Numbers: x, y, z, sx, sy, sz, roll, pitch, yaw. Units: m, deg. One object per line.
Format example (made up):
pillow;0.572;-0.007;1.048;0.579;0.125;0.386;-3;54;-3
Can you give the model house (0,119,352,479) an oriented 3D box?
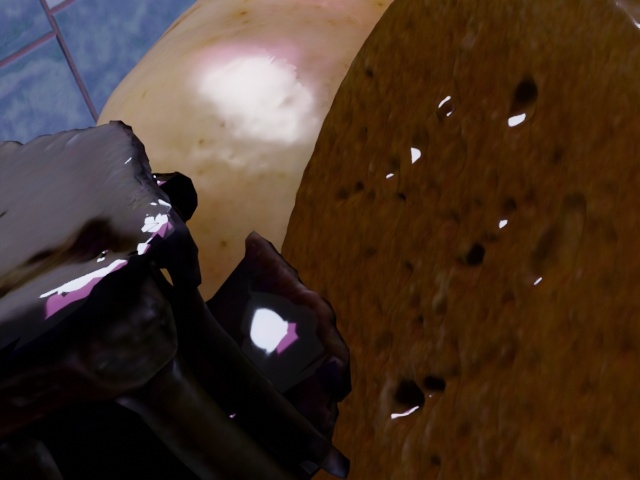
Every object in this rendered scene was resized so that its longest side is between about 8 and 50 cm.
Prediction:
model house;-0.100;0.119;0.563;0.317;0.282;0.297;-27;23;14

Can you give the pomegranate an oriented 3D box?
pomegranate;0.000;0.000;1.084;0.411;0.411;0.411;-24;1;1

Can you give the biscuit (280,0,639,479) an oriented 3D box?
biscuit;0.066;0.052;0.599;0.070;0.350;0.394;13;20;-21
